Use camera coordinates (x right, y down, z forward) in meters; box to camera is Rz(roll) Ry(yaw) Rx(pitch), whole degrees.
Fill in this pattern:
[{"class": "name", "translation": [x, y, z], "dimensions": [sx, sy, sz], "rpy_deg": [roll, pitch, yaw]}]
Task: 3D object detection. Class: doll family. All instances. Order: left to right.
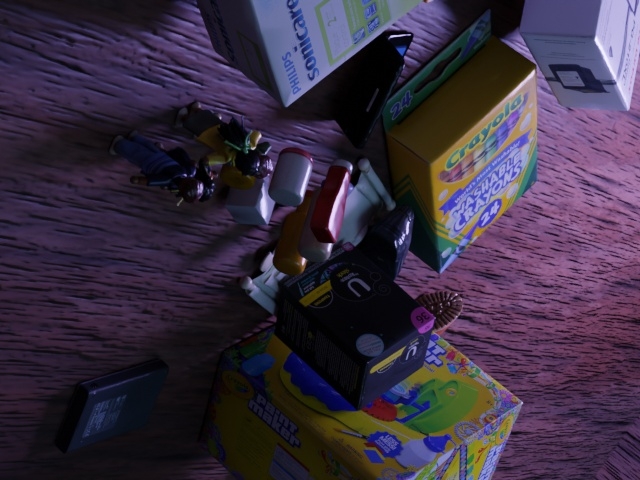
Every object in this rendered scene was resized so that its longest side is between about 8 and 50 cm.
[{"class": "doll family", "translation": [-0.121, -0.082, 1.678], "dimensions": [0.193, 0.111, 0.076], "rpy_deg": [-31, 147, -34]}]

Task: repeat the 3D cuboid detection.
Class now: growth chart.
[{"class": "growth chart", "translation": [0.000, 0.000, 2.078], "dimensions": [0.237, 0.021, 0.172], "rpy_deg": [-46, 153, -10]}]

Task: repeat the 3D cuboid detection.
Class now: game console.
[{"class": "game console", "translation": [0.076, -0.174, 1.924], "dimensions": [0.071, 0.107, 0.122], "rpy_deg": [11, 118, -30]}]

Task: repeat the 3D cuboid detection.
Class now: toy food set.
[{"class": "toy food set", "translation": [-0.030, -0.059, 1.877], "dimensions": [0.232, 0.111, 0.104], "rpy_deg": [57, 43, -52]}]

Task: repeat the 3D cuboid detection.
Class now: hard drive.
[{"class": "hard drive", "translation": [-0.242, 0.193, 1.940], "dimensions": [0.135, 0.022, 0.094], "rpy_deg": [-14, 135, -51]}]

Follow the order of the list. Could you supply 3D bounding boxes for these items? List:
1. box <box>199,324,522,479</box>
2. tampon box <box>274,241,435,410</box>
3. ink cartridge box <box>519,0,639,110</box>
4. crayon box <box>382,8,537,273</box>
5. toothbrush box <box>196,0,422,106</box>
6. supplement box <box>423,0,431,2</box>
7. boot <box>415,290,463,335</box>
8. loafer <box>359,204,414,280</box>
[{"class": "box", "translation": [0.050, 0.239, 2.160], "dimensions": [0.279, 0.290, 0.177], "rpy_deg": [-26, 144, -42]}, {"class": "tampon box", "translation": [0.041, 0.106, 2.075], "dimensions": [0.120, 0.161, 0.101], "rpy_deg": [-32, 149, -31]}, {"class": "ink cartridge box", "translation": [0.335, -0.285, 2.083], "dimensions": [0.237, 0.100, 0.172], "rpy_deg": [42, 58, -63]}, {"class": "crayon box", "translation": [0.187, -0.120, 2.150], "dimensions": [0.203, 0.083, 0.323], "rpy_deg": [-43, 152, -17]}, {"class": "toothbrush box", "translation": [0.015, -0.300, 1.568], "dimensions": [0.283, 0.122, 0.206], "rpy_deg": [-38, 144, -16]}, {"class": "supplement box", "translation": [0.131, -0.307, 1.846], "dimensions": [0.098, 0.062, 0.036], "rpy_deg": [-30, 146, -35]}, {"class": "boot", "translation": [0.144, 0.137, 2.448], "dimensions": [0.158, 0.059, 0.084], "rpy_deg": [-35, 154, -12]}, {"class": "loafer", "translation": [0.092, 0.008, 2.166], "dimensions": [0.061, 0.062, 0.170], "rpy_deg": [-50, 175, -20]}]
